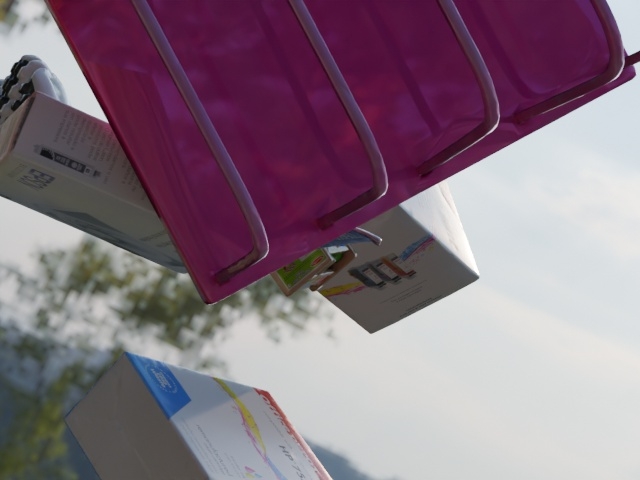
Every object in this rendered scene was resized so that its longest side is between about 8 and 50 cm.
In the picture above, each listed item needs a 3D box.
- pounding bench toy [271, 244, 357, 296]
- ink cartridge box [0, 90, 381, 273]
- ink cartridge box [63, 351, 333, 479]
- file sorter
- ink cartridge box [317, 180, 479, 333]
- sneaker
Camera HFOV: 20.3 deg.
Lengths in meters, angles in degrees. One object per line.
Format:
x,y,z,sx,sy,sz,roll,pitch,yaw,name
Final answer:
0.000,0.000,1.484,0.052,0.083,0.065,54,21,12,pounding bench toy
-0.099,-0.019,1.118,0.224,0.045,0.223,22,-9,-14,ink cartridge box
-0.070,0.174,1.363,0.231,0.078,0.134,22,25,-54,ink cartridge box
0.032,-0.126,0.946,0.202,0.290,0.182,62,-14,-1,file sorter
0.044,-0.020,1.672,0.176,0.127,0.128,42,27,-50,ink cartridge box
-0.230,-0.081,1.495,0.118,0.110,0.292,30,-5,-13,sneaker
